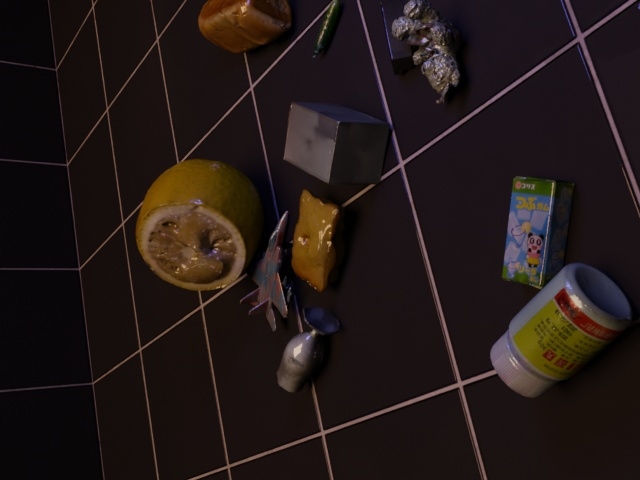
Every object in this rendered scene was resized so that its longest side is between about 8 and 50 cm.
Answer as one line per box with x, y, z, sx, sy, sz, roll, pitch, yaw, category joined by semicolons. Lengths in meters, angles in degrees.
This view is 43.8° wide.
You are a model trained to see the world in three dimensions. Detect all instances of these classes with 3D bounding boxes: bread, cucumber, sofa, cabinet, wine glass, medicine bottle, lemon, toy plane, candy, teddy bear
0.000;0.000;1.948;0.161;0.088;0.233;42;124;52;bread
0.016;-0.527;1.987;0.037;0.037;0.155;49;125;43;cucumber
0.176;-0.450;1.753;0.085;0.060;0.147;60;-161;-73;sofa
0.034;-0.229;1.852;0.206;0.150;0.145;33;120;50;cabinet
-0.038;0.274;1.969;0.103;0.103;0.222;53;129;40;wine glass
0.402;0.154;1.345;0.225;0.139;0.139;-55;48;36;medicine bottle
-0.206;-0.609;2.189;0.294;0.167;0.132;7;71;55;bread
-0.316;-0.068;2.181;0.364;0.364;0.364;-3;86;54;lemon
-0.115;0.068;2.084;0.223;0.104;0.326;45;121;44;toy plane
0.391;-0.015;1.434;0.097;0.062;0.194;14;100;54;candy
0.241;-0.393;1.637;0.213;0.111;0.133;62;162;0;teddy bear
